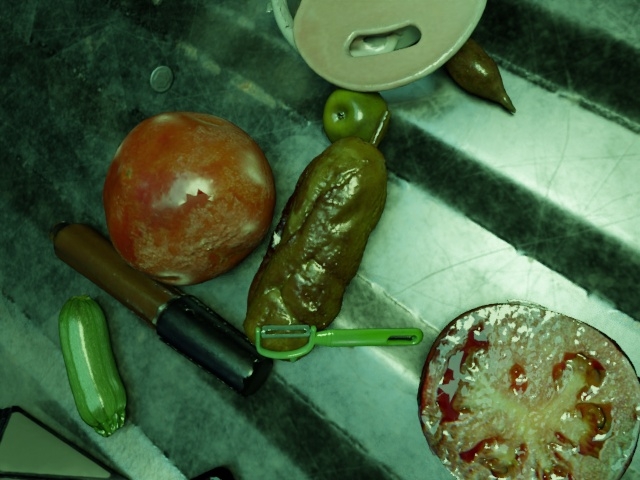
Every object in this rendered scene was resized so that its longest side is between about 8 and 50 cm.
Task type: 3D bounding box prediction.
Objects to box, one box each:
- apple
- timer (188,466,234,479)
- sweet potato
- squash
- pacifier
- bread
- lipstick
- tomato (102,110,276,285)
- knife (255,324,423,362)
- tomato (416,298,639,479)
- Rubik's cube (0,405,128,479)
[{"bbox_3d":[0.044,-0.157,0.596,0.089,0.074,0.090,7,102,36],"label":"apple"},{"bbox_3d":[-0.183,0.418,0.644,0.187,0.055,0.144,-28,80,10],"label":"timer"},{"bbox_3d":[0.199,-0.199,0.565,0.049,0.049,0.117,-42,82,11],"label":"sweet potato"},{"bbox_3d":[-0.351,0.191,0.704,0.077,0.068,0.219,-24,80,10],"label":"squash"},{"bbox_3d":[0.065,-0.342,0.531,0.220,0.273,0.332,2,85,-15],"label":"pacifier"},{"bbox_3d":[0.001,-0.001,0.569,0.124,0.084,0.344,26,103,2],"label":"bread"},{"bbox_3d":[-0.250,0.085,0.675,0.418,0.077,0.077,30,96,19],"label":"lipstick"},{"bbox_3d":[-0.175,-0.061,0.602,0.232,0.188,0.232,-2,83,17],"label":"tomato"},{"bbox_3d":[0.026,0.127,0.562,0.212,0.015,0.054,1,113,-12],"label":"knife"},{"bbox_3d":[0.222,0.173,0.508,0.225,0.085,0.225,-1,86,15],"label":"tomato"},{"bbox_3d":[-0.502,0.439,0.613,0.310,0.305,0.307,21,92,19],"label":"Rubik's cube"}]
